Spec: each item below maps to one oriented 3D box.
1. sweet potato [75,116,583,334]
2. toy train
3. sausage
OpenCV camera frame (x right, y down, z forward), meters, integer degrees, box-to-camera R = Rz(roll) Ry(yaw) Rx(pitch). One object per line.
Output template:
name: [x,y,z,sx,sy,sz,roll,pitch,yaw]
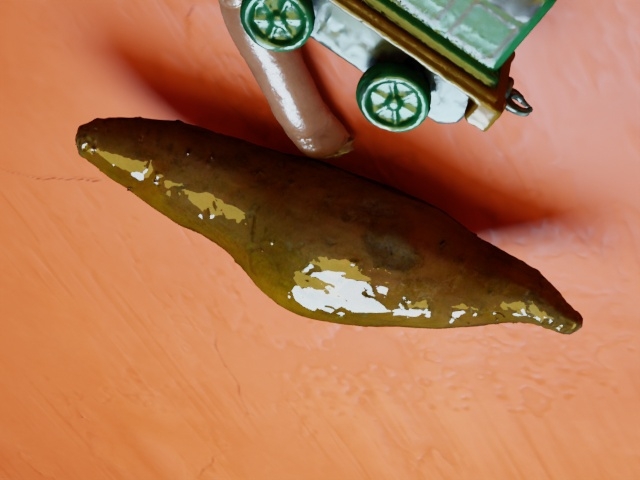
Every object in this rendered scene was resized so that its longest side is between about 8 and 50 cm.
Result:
sweet potato: [0.005,0.001,0.910,0.359,0.112,0.112,19,140,7]
toy train: [0.042,-0.149,0.742,0.228,0.091,0.136,35,128,-13]
sausage: [-0.024,-0.110,0.853,0.042,0.036,0.158,4,139,38]
